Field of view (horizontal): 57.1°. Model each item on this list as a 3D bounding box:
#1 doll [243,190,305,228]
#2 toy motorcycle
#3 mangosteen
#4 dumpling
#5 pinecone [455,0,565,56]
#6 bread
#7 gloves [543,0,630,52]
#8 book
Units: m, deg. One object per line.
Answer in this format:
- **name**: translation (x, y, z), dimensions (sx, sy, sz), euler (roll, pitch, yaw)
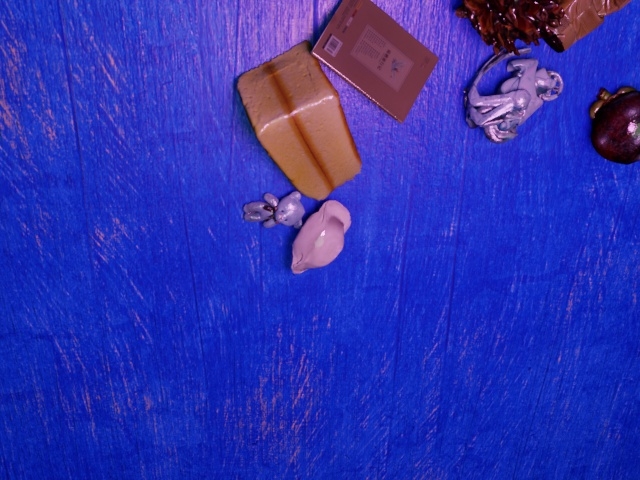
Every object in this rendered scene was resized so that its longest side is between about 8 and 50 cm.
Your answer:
- **doll**: translation (-0.134, -0.080, 1.710), dimensions (0.180, 0.075, 0.120), euler (-6, 119, -4)
- **toy motorcycle**: translation (0.516, -0.405, 1.617), dimensions (0.260, 0.154, 0.206), euler (-44, 90, 5)
- **mangosteen**: translation (0.864, -0.327, 1.669), dimensions (0.216, 0.216, 0.216), euler (-3, 115, -6)
- **dumpling**: translation (0.000, 0.000, 1.733), dimensions (0.162, 0.132, 0.250), euler (21, 105, -51)
- **pinecone**: translation (0.481, -0.613, 1.450), dimensions (0.296, 0.242, 0.298), euler (-22, 100, 3)
- **bread**: translation (-0.044, -0.304, 1.633), dimensions (0.233, 0.245, 0.362), euler (-26, 145, 3)
- **gloves**: translation (0.719, -0.645, 1.527), dimensions (0.154, 0.141, 0.331), euler (46, 114, 3)
- **book**: translation (0.149, -0.483, 1.543), dimensions (0.310, 0.021, 0.217), euler (33, 81, -20)
